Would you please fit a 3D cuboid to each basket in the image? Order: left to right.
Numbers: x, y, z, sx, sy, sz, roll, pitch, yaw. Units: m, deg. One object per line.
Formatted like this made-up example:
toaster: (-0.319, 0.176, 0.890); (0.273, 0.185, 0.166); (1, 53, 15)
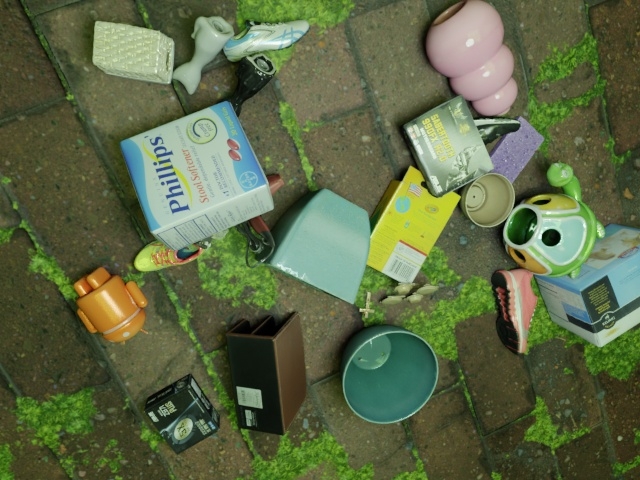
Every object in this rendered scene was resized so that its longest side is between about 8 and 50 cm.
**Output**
basket: (-0.455, -0.456, 1.098); (0.167, 0.103, 0.113); (8, 100, -3)

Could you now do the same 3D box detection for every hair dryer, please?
hair dryer: (-0.183, -0.064, 1.220); (0.224, 0.080, 0.293); (17, 65, 16)

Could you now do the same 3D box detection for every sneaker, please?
sneaker: (-0.410, 0.036, 1.233); (0.209, 0.094, 0.081); (-20, 107, -6)
sneaker: (-0.141, -0.536, 1.170); (0.237, 0.085, 0.086); (-20, 129, -6)
sneaker: (0.454, -0.305, 1.359); (0.284, 0.107, 0.124); (-5, 107, -2)
sneaker: (0.675, 0.239, 1.512); (0.136, 0.116, 0.313); (-15, 105, -11)

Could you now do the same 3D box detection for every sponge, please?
sponge: (0.604, -0.272, 1.428); (0.117, 0.031, 0.210); (35, 93, -17)

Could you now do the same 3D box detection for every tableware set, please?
tableware set: (0.274, 0.167, 1.400); (0.141, 0.168, 0.020); (3, 60, -19)

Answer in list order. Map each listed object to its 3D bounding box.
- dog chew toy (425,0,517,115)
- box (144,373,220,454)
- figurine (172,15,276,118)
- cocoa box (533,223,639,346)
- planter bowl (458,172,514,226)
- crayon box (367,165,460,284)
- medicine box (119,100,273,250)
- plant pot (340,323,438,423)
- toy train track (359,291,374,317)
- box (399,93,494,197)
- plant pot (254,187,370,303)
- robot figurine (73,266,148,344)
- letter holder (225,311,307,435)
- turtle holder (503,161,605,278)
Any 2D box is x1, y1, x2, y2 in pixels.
dog chew toy: (0.441, -0.492, 1.263); (0.207, 0.206, 0.332); (-43, 115, -1)
box: (-0.408, 0.517, 1.346); (0.147, 0.077, 0.180); (-28, 107, -5)
figurine: (-0.257, -0.422, 1.147); (0.215, 0.092, 0.209); (38, 128, -16)
cocoa box: (0.942, 0.135, 1.487); (0.347, 0.231, 0.227); (-30, 106, -5)
planter bowl: (0.495, -0.129, 1.394); (0.162, 0.109, 0.161); (-2, 102, -12)
crayon box: (0.259, -0.043, 1.374); (0.202, 0.081, 0.318); (28, 95, -17)
medicine box: (-0.302, -0.160, 1.128); (0.290, 0.149, 0.263); (-24, 73, -7)
plant pot: (0.185, 0.378, 1.388); (0.291, 0.195, 0.290); (-3, 102, -12)
toy train track: (0.149, 0.205, 1.439); (0.048, 0.014, 0.083); (6, 95, -7)
box: (0.356, -0.263, 1.273); (0.183, 0.056, 0.231); (-27, 102, 3)
plant pot: (0.000, 0.000, 1.250); (0.247, 0.248, 0.252); (28, 83, -17)
robot figurine: (-0.559, 0.180, 1.212); (0.158, 0.128, 0.219); (-38, 109, -28)
letter holder: (-0.149, 0.379, 1.353); (0.152, 0.214, 0.301); (1, 105, 20)
turtle holder: (0.702, -0.046, 1.366); (0.228, 0.243, 0.320); (13, 127, -29)
